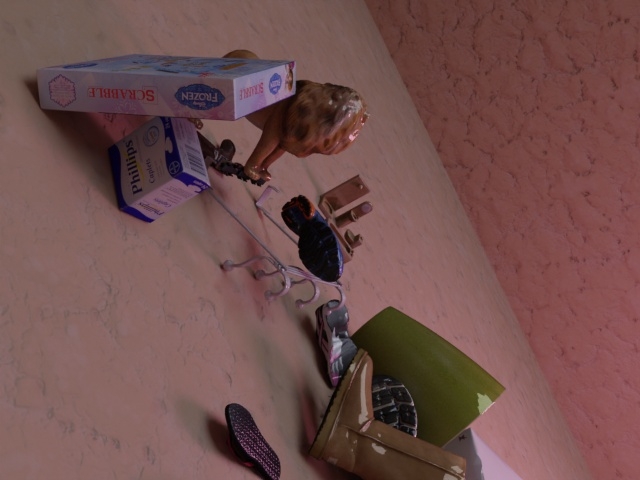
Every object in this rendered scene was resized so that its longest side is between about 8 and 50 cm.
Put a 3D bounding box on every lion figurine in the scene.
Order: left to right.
[{"bbox_3d":[-0.110,-0.268,1.478,0.392,0.240,0.142,40,11,15],"label":"lion figurine"}]

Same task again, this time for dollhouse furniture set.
[{"bbox_3d":[0.080,-0.055,1.974,0.144,0.123,0.151,54,22,-19],"label":"dollhouse furniture set"}]

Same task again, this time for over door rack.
[{"bbox_3d":[-0.108,0.007,1.523,0.324,0.108,0.239,56,16,27],"label":"over door rack"}]

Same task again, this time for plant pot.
[{"bbox_3d":[0.198,0.294,1.674,0.293,0.275,0.275,50,19,13],"label":"plant pot"}]

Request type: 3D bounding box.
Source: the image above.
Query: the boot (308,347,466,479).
[{"bbox_3d":[0.139,0.354,1.410,0.270,0.089,0.236,25,64,1],"label":"boot"}]

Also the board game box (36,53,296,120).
[{"bbox_3d":[-0.235,-0.259,1.274,0.318,0.318,0.065,-48,142,-67],"label":"board game box"}]

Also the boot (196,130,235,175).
[{"bbox_3d":[-0.225,-0.198,1.585,0.114,0.037,0.106,36,30,-40],"label":"boot"}]

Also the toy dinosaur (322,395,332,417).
[{"bbox_3d":[0.044,0.320,1.504,0.082,0.090,0.047,117,-29,-61],"label":"toy dinosaur"}]

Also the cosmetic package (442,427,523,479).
[{"bbox_3d":[0.390,0.620,1.806,0.365,0.155,0.196,46,26,-34],"label":"cosmetic package"}]

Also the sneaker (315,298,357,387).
[{"bbox_3d":[0.027,0.213,1.604,0.072,0.077,0.178,1,81,-29],"label":"sneaker"}]

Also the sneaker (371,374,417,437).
[{"bbox_3d":[0.128,0.425,1.500,0.147,0.130,0.329,98,-14,-65],"label":"sneaker"}]

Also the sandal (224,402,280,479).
[{"bbox_3d":[-0.113,0.321,1.201,0.067,0.040,0.179,-84,155,-48],"label":"sandal"}]

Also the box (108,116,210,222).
[{"bbox_3d":[-0.263,-0.119,1.253,0.072,0.137,0.126,25,41,-55],"label":"box"}]

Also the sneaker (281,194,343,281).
[{"bbox_3d":[0.000,0.000,1.487,0.087,0.083,0.221,41,18,-43],"label":"sneaker"}]

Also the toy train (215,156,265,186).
[{"bbox_3d":[-0.154,-0.135,1.498,0.036,0.027,0.158,50,15,22],"label":"toy train"}]
